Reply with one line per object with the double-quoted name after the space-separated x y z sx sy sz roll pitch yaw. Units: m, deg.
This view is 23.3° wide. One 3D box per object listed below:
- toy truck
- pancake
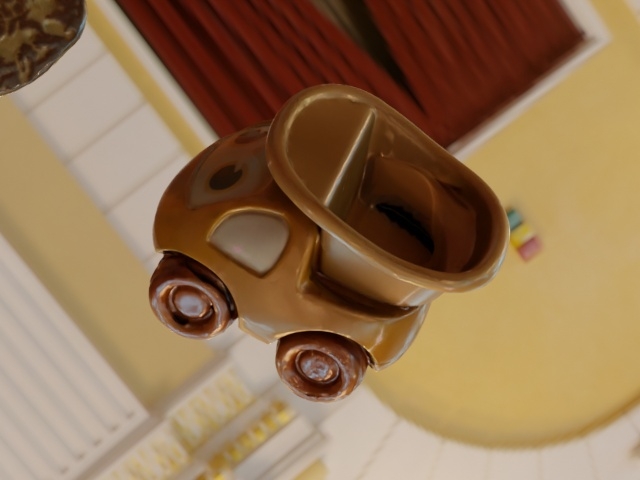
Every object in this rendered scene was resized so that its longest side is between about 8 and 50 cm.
0.000 0.000 1.389 0.211 0.288 0.204 -58 -177 39 "toy truck"
-0.245 -0.181 1.050 0.020 0.184 0.190 -33 -147 65 "pancake"
